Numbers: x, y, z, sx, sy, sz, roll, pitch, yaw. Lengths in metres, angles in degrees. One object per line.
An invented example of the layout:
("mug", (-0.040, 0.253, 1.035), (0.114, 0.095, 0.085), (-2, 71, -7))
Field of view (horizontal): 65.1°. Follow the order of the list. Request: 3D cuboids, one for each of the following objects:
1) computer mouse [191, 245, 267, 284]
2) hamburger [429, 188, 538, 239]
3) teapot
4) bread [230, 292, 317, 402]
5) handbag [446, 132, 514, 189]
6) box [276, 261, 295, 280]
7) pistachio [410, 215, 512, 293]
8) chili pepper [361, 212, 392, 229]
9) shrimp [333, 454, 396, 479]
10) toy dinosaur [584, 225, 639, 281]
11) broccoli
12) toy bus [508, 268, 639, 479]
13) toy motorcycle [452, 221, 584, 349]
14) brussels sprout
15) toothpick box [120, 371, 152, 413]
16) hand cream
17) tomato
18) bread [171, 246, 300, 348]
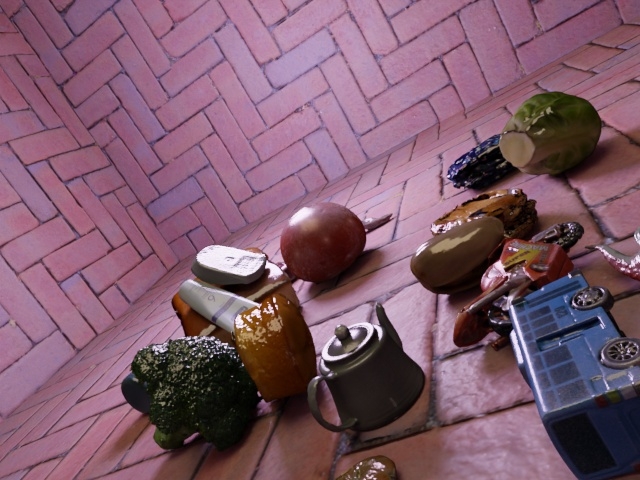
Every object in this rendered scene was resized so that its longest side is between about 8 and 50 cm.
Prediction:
("computer mouse", (-0.266, 0.080, 1.453), (0.231, 0.079, 0.128), (12, 38, 22))
("hamburger", (0.366, -0.037, 1.126), (0.231, 0.106, 0.231), (-30, 9, 5))
("teapot", (0.062, 0.206, 0.824), (0.162, 0.149, 0.239), (-15, 20, 47))
("bread", (-0.086, 0.211, 1.010), (0.143, 0.195, 0.270), (-24, 4, -7))
("handbag", (0.509, -0.239, 1.518), (0.260, 0.113, 0.162), (-31, 7, 10))
("box", (-0.191, 0.160, 1.715), (0.224, 0.069, 0.120), (-38, 16, -24))
("pistachio", (0.278, 0.031, 0.997), (0.206, 0.129, 0.131), (-30, 45, 18))
("chili pepper", (0.181, -0.061, 1.753), (0.153, 0.041, 0.050), (-13, 37, 8))
("shrimp", (0.021, 0.341, 0.661), (0.180, 0.041, 0.099), (-33, 12, -3))
("toy dinosaur", (0.473, 0.038, 0.713), (0.167, 0.053, 0.242), (-45, 26, -23))
("broccoli", (-0.272, 0.323, 1.031), (0.269, 0.269, 0.254), (-27, 9, 19))
("toy bus", (0.304, 0.144, 0.584), (0.134, 0.116, 0.234), (-30, 15, 21))
("toy motorcycle", (0.338, 0.067, 0.839), (0.171, 0.089, 0.298), (-18, 20, 49))
("brussels sprout", (0.583, -0.267, 1.277), (0.244, 0.244, 0.244), (-30, 13, 8))
("toothpick box", (-0.449, 0.378, 1.397), (0.120, 0.120, 0.184), (-22, 14, 35))
("hand cream", (-0.271, 0.177, 1.350), (0.321, 0.067, 0.109), (17, 52, 40))
("tomato", (0.000, 0.000, 1.534), (0.270, 0.227, 0.270), (-32, 11, 7))
("bread", (-0.263, 0.184, 1.502), (0.333, 0.143, 0.324), (-35, 31, -14))
